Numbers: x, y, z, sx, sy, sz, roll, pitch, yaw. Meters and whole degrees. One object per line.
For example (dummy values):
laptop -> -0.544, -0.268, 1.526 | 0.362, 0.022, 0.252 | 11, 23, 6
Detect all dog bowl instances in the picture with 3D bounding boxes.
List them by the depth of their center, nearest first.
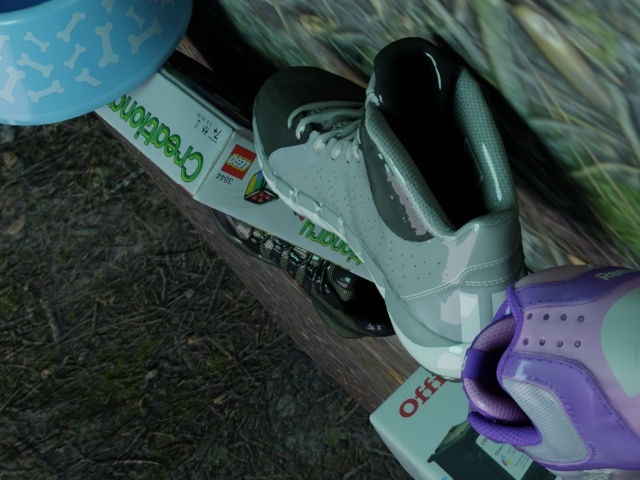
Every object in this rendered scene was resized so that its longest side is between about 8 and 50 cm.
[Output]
dog bowl -> -0.210, -0.192, 0.878 | 0.297, 0.166, 0.074 | 41, 161, 36

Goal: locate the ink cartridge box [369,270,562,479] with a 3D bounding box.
ink cartridge box -> 0.131, 0.116, 0.728 | 0.175, 0.127, 0.072 | 40, 170, 40

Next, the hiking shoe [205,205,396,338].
hiking shoe -> 0.000, 0.000, 1.133 | 0.227, 0.086, 0.114 | 42, 162, -25

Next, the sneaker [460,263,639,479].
sneaker -> 0.108, 0.061, 0.541 | 0.104, 0.095, 0.236 | 4, 162, 6

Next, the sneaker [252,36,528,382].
sneaker -> 0.032, -0.052, 0.623 | 0.229, 0.086, 0.132 | 50, 158, 42

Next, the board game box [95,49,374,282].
board game box -> -0.079, -0.081, 0.935 | 0.193, 0.053, 0.305 | 25, -170, -43
